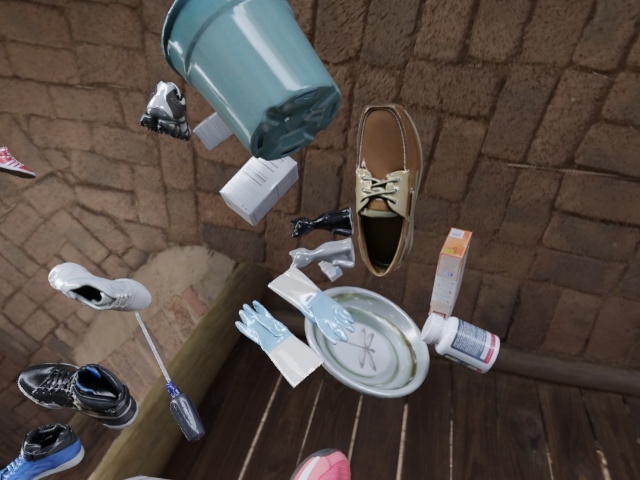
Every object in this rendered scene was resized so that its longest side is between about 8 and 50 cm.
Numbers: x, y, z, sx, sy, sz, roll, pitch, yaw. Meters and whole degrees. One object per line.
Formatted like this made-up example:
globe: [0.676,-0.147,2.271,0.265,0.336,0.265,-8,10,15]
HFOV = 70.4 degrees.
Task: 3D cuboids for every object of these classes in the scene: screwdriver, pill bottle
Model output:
screwdriver: [-0.179,0.151,0.514,0.170,0.025,0.024,48,175,22]
pill bottle: [0.365,0.265,1.201,0.180,0.108,0.107,25,127,5]

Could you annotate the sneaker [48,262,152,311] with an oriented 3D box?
sneaker: [-0.307,0.081,0.652,0.061,0.152,0.053,31,91,40]

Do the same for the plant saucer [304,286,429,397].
plant saucer: [0.130,0.316,1.381,0.401,0.400,0.100,25,125,-1]

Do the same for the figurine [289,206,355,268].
figurine: [0.000,0.000,1.451,0.210,0.214,0.092,-7,140,9]

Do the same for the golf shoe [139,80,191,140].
golf shoe: [-0.270,-0.235,0.829,0.077,0.198,0.093,14,96,-14]

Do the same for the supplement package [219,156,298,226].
supplement package: [-0.204,-0.193,1.557,0.134,0.244,0.139,39,168,9]

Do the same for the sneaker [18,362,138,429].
sneaker: [-0.411,0.233,0.756,0.217,0.079,0.121,17,137,5]

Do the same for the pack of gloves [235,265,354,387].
pack of gloves: [-0.055,0.184,0.982,0.232,0.195,0.046,37,152,33]

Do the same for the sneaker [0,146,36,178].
sneaker: [-0.843,-0.214,1.244,0.119,0.066,0.042,17,149,-41]

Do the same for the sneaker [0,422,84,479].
sneaker: [-0.450,0.332,0.687,0.058,0.152,0.084,37,137,48]

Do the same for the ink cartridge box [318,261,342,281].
ink cartridge box: [0.036,0.103,1.628,0.083,0.048,0.028,45,163,38]

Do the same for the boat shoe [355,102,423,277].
boat shoe: [0.121,-0.079,0.823,0.123,0.120,0.323,1,117,18]

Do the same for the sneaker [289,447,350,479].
sneaker: [0.008,0.396,0.560,0.136,0.314,0.115,-1,108,20]

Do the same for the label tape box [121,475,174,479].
label tape box: [-0.571,0.793,1.349,0.348,0.115,0.249,-24,157,39]

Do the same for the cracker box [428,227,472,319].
cracker box: [0.386,0.100,1.353,0.067,0.155,0.232,14,125,21]

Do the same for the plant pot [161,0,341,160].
plant pot: [-0.145,-0.395,1.087,0.341,0.341,0.334,-43,74,34]

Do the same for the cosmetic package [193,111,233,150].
cosmetic package: [-0.341,-0.450,1.683,0.238,0.127,0.107,-35,113,14]
